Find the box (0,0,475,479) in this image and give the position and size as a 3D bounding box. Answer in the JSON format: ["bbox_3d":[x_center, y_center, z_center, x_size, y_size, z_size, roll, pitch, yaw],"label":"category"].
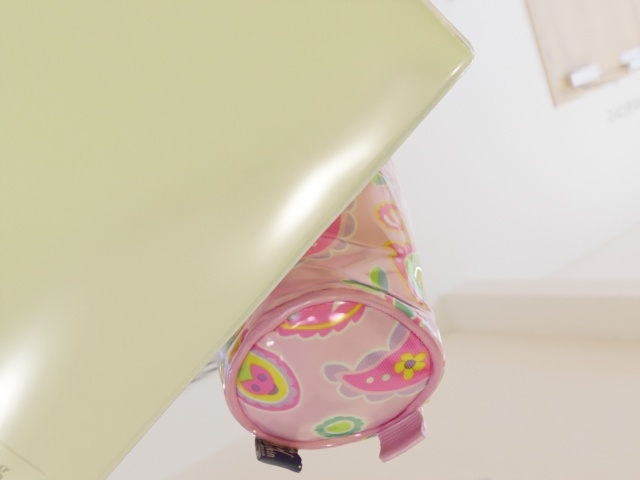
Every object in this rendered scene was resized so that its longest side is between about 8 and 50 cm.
[{"bbox_3d":[-0.149,-0.001,0.412,0.345,0.168,0.215,-48,-159,-3],"label":"box"}]

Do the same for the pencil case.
[{"bbox_3d":[0.000,0.000,0.688,0.124,0.124,0.284,-17,-144,6],"label":"pencil case"}]
